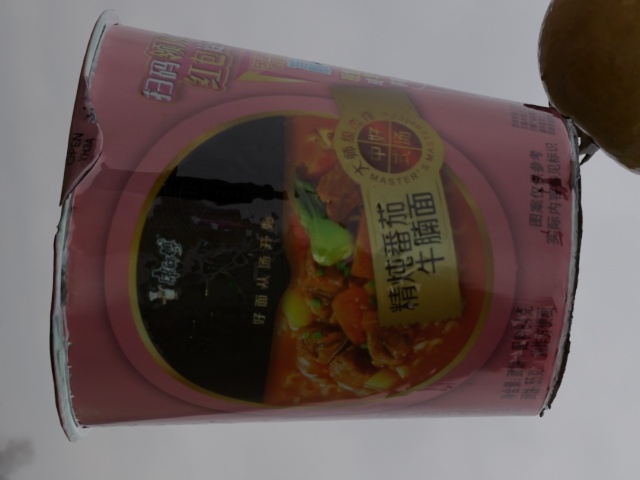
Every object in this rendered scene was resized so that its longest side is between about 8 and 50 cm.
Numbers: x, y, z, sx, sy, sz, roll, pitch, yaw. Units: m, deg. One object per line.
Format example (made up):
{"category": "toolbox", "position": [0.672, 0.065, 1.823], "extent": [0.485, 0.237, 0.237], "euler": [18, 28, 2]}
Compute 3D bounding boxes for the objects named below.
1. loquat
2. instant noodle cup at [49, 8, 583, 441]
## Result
{"category": "loquat", "position": [0.207, -0.112, 0.929], "extent": [0.137, 0.163, 0.163], "euler": [-67, 159, -59]}
{"category": "instant noodle cup", "position": [0.000, 0.000, 0.803], "extent": [0.244, 0.255, 0.244], "euler": [4, 90, -90]}
